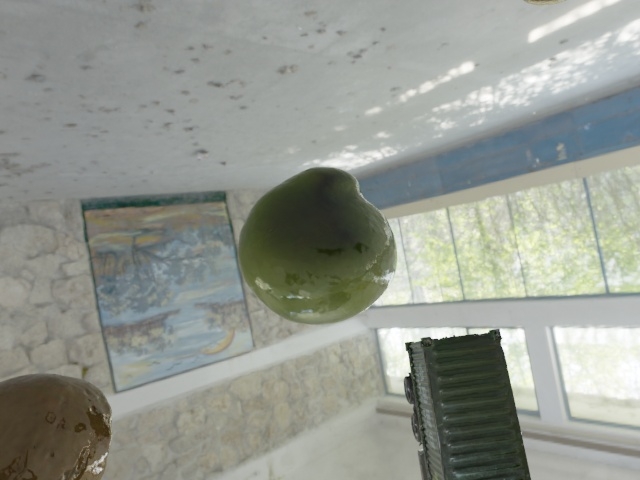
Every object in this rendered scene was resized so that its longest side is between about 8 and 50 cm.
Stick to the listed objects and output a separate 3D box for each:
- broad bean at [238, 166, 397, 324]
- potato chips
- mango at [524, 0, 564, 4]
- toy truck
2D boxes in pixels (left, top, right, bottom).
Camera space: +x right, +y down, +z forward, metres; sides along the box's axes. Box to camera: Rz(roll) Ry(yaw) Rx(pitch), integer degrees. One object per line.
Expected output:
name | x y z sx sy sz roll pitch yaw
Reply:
broad bean | 0.000 -0.001 0.741 0.238 0.291 0.119 13 136 -2
potato chips | -0.313 0.222 0.499 0.208 0.195 0.061 -32 155 -37
mango | 0.310 -0.371 0.602 0.165 0.115 0.089 -49 -173 34
toy truck | 0.145 0.225 0.483 0.088 0.258 0.121 -6 166 -5
